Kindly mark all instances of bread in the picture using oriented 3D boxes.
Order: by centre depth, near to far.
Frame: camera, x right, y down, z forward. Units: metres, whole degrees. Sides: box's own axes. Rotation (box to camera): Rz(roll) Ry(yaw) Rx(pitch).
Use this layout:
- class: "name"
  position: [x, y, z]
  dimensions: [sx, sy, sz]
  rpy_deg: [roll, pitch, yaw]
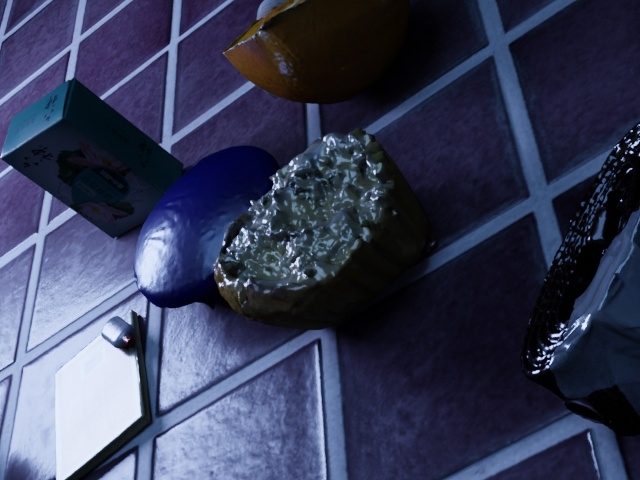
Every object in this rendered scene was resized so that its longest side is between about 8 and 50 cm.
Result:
- class: "bread"
  position: [0.000, 0.000, 1.512]
  dimensions: [0.274, 0.149, 0.274]
  rpy_deg: [-33, 30, 22]

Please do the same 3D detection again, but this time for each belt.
- class: "belt"
  position: [0.304, 0.033, 1.121]
  dimensions: [0.289, 0.164, 0.184]
  rpy_deg: [-62, 9, -18]

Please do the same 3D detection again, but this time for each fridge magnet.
- class: "fridge magnet"
  position: [-0.152, -0.017, 1.735]
  dimensions: [0.265, 0.113, 0.265]
  rpy_deg: [-30, 38, 27]

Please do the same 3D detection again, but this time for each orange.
- class: "orange"
  position: [-0.001, -0.314, 1.739]
  dimensions: [0.310, 0.274, 0.274]
  rpy_deg: [101, -174, -59]

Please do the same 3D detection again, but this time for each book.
- class: "book"
  position: [-0.314, 0.221, 1.769]
  dimensions: [0.170, 0.018, 0.241]
  rpy_deg: [-39, 33, 15]

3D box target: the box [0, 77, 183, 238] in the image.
- class: "box"
  position: [-0.354, -0.124, 1.956]
  dimensions: [0.153, 0.245, 0.092]
  rpy_deg: [-26, 42, 33]

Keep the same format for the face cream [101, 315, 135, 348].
- class: "face cream"
  position: [-0.287, 0.135, 1.790]
  dimensions: [0.040, 0.021, 0.083]
  rpy_deg: [-52, 32, -9]

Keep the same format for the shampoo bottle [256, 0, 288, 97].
- class: "shampoo bottle"
  position: [-0.070, -0.307, 1.965]
  dimensions: [0.074, 0.074, 0.192]
  rpy_deg: [-27, 39, 30]
